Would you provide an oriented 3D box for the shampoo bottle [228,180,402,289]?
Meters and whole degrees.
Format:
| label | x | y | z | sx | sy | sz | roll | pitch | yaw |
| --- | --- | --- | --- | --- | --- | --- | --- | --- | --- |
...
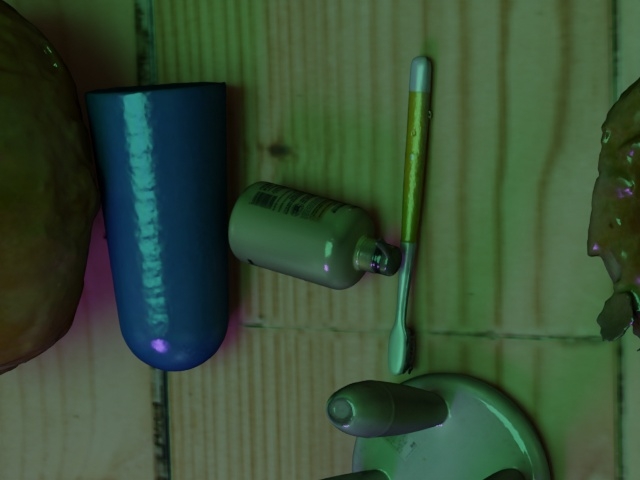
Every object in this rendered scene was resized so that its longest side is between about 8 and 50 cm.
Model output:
| label | x | y | z | sx | sy | sz | roll | pitch | yaw |
| --- | --- | --- | --- | --- | --- | --- | --- | --- | --- |
| shampoo bottle | 0.000 | 0.000 | 1.386 | 0.162 | 0.079 | 0.079 | 16 | 103 | 27 |

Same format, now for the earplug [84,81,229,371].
| label | x | y | z | sx | sy | sz | roll | pitch | yaw |
| --- | --- | --- | --- | --- | --- | --- | --- | --- | --- |
| earplug | -0.146 | -0.010 | 1.446 | 0.132 | 0.132 | 0.273 | 1 | 99 | 30 |

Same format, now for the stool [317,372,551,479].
| label | x | y | z | sx | sy | sz | roll | pitch | yaw |
| --- | --- | --- | --- | --- | --- | --- | --- | --- | --- |
| stool | 0.076 | 0.221 | 1.301 | 0.195 | 0.199 | 0.195 | 43 | 112 | 20 |

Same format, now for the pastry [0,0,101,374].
| label | x | y | z | sx | sy | sz | roll | pitch | yaw |
| --- | --- | --- | --- | --- | --- | --- | --- | --- | --- |
| pastry | -0.381 | -0.047 | 1.464 | 0.409 | 0.245 | 0.409 | 10 | 103 | 53 |

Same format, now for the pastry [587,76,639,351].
| label | x | y | z | sx | sy | sz | roll | pitch | yaw |
| --- | --- | --- | --- | --- | --- | --- | --- | --- | --- |
| pastry | 0.350 | -0.045 | 1.150 | 0.330 | 0.136 | 0.329 | 3 | 97 | 31 |

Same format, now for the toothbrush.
| label | x | y | z | sx | sy | sz | roll | pitch | yaw |
| --- | --- | --- | --- | --- | --- | --- | --- | --- | --- |
| toothbrush | 0.083 | -0.021 | 1.373 | 0.021 | 0.024 | 0.288 | 7 | 97 | 26 |
